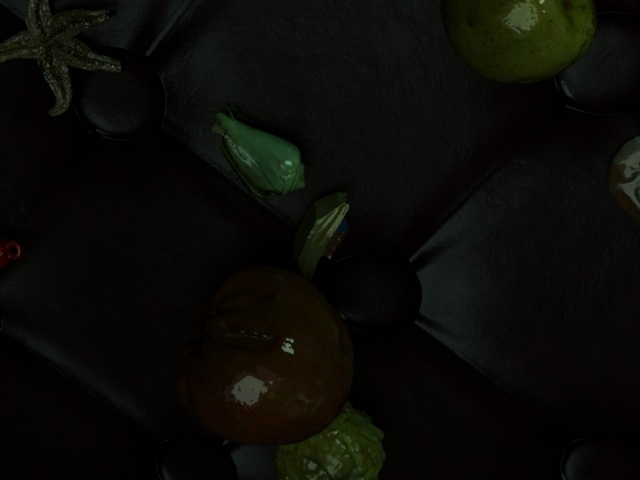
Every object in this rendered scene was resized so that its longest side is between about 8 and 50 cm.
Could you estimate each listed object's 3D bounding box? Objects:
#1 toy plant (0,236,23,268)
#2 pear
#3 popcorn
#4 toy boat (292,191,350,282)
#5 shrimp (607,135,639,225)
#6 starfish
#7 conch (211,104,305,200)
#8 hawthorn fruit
[{"bbox_3d":[-0.604,0.018,1.773,0.240,0.088,0.154,-32,94,16],"label":"toy plant"},{"bbox_3d":[0.245,-0.292,1.413,0.197,0.197,0.197,4,119,7],"label":"pear"},{"bbox_3d":[0.023,0.355,1.816,0.212,0.198,0.198,19,127,-43],"label":"popcorn"},{"bbox_3d":[0.000,0.000,1.681,0.066,0.065,0.172,14,124,-21],"label":"toy boat"},{"bbox_3d":[0.518,-0.050,1.575,0.143,0.052,0.251,-38,105,22],"label":"shrimp"},{"bbox_3d":[-0.393,-0.286,1.593,0.238,0.057,0.213,-11,108,10],"label":"starfish"},{"bbox_3d":[-0.098,-0.120,1.628,0.170,0.079,0.106,37,112,6],"label":"conch"},{"bbox_3d":[-0.061,0.190,1.680,0.298,0.277,0.277,30,119,-21],"label":"hawthorn fruit"}]
